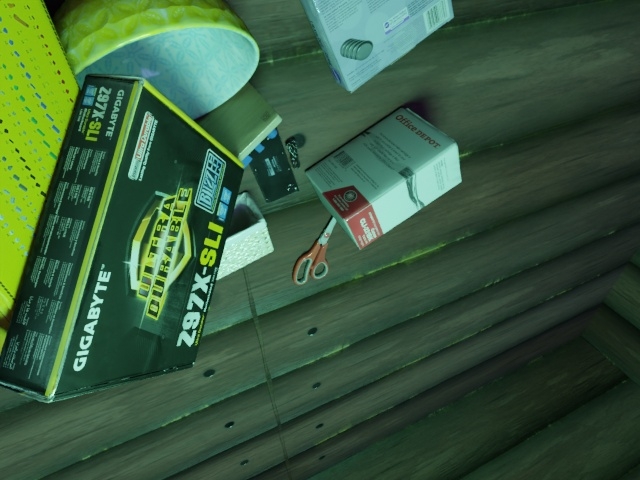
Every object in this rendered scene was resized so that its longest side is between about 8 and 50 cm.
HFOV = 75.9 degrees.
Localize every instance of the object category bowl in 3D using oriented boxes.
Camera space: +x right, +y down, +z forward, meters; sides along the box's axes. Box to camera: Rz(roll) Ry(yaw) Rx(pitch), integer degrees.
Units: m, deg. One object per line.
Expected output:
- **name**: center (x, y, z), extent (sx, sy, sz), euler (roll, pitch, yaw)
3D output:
- **bowl**: center (-0.245, -0.271, 0.560), extent (0.289, 0.289, 0.156), euler (-26, 93, -10)

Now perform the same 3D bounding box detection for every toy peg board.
- **toy peg board**: center (-0.151, -0.187, 0.723), extent (0.161, 0.161, 0.079), euler (-43, 152, 7)

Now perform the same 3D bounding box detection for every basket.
- **basket**: center (-0.196, -0.006, 0.873), extent (0.167, 0.113, 0.103), euler (-27, 140, -10)

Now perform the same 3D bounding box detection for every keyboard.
- **keyboard**: center (-0.093, -0.166, 0.865), extent (0.108, 0.023, 0.180), euler (-23, 136, -4)

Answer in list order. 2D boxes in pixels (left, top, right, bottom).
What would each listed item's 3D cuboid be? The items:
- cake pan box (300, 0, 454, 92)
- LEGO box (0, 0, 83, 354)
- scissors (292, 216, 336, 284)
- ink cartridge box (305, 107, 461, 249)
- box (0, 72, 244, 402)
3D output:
- **cake pan box**: center (0.102, -0.442, 0.718), extent (0.267, 0.070, 0.246), euler (-37, 139, 1)
- **LEGO box**: center (-0.449, -0.115, 0.427), extent (0.372, 0.193, 0.500), euler (11, 133, 15)
- **scissors**: center (0.000, 0.000, 1.062), extent (0.109, 0.021, 0.297), euler (-3, 129, -27)
- **ink cartridge box**: center (0.136, -0.142, 0.898), extent (0.273, 0.197, 0.114), euler (-34, 138, -1)
- **box**: center (-0.214, 0.008, 0.515), extent (0.257, 0.079, 0.322), euler (41, 60, -75)
